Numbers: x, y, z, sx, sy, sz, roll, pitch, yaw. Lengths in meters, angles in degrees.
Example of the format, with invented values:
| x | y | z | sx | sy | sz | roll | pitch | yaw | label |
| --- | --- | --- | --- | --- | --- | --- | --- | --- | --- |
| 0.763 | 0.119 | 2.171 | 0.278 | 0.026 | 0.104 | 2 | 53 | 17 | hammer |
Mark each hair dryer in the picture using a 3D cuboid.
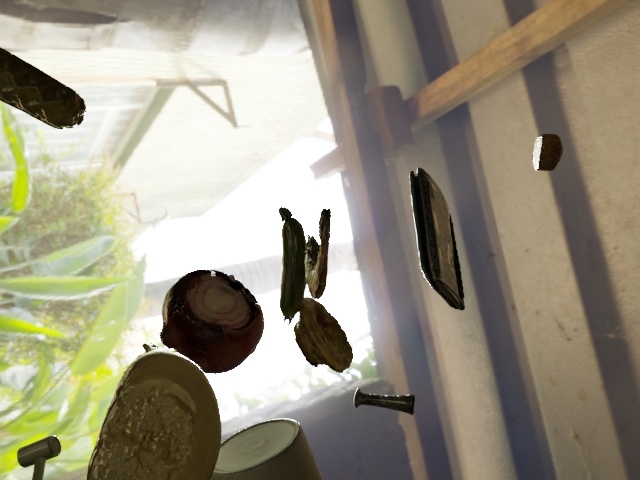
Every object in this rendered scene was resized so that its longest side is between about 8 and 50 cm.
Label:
| x | y | z | sx | sy | sz | roll | pitch | yaw | label |
| --- | --- | --- | --- | --- | --- | --- | --- | --- | --- |
| -0.468 | 0.384 | 1.013 | 0.124 | 0.063 | 0.038 | -110 | 178 | -51 | hair dryer |

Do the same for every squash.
| x | y | z | sx | sy | sz | roll | pitch | yaw | label |
| --- | --- | --- | --- | --- | --- | --- | --- | --- | --- |
| -0.072 | 0.069 | 1.611 | 0.071 | 0.080 | 0.318 | 5 | 84 | -82 | squash |

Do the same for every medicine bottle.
| x | y | z | sx | sy | sz | roll | pitch | yaw | label |
| --- | --- | --- | --- | --- | --- | --- | --- | --- | --- |
| -0.058 | 0.548 | 1.146 | 0.224 | 0.224 | 0.384 | -6 | -75 | 59 | medicine bottle |

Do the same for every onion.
| x | y | z | sx | sy | sz | roll | pitch | yaw | label |
| --- | --- | --- | --- | --- | --- | --- | --- | --- | --- |
| -0.346 | 0.262 | 1.968 | 0.341 | 0.341 | 0.341 | 25 | -60 | 54 | onion |

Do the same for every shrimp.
| x | y | z | sx | sy | sz | roll | pitch | yaw | label |
| --- | --- | --- | --- | --- | --- | --- | --- | --- | --- |
| 0.000 | 0.000 | 1.349 | 0.262 | 0.051 | 0.198 | -96 | -164 | -62 | shrimp |

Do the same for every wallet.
| x | y | z | sx | sy | sz | roll | pitch | yaw | label |
| --- | --- | --- | --- | --- | --- | --- | --- | --- | --- |
| 0.311 | 0.000 | 1.662 | 0.075 | 0.237 | 0.342 | -19 | -123 | 25 | wallet |

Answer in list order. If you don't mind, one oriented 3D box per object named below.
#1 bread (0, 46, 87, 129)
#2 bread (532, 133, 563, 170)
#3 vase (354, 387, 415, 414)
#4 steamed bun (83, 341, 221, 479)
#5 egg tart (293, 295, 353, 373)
| x | y | z | sx | sy | sz | roll | pitch | yaw | label |
| --- | --- | --- | --- | --- | --- | --- | --- | --- | --- |
| -0.572 | -0.296 | 1.160 | 0.087 | 0.269 | 0.098 | -66 | -161 | -13 | bread |
| 0.488 | -0.187 | 1.317 | 0.085 | 0.053 | 0.085 | 6 | 90 | -84 | bread |
| 0.181 | 0.456 | 1.750 | 0.167 | 0.059 | 0.059 | 2 | -75 | 17 | vase |
| -0.234 | 0.291 | 0.904 | 0.232 | 0.166 | 0.272 | 129 | -22 | -68 | steamed bun |
| -0.003 | 0.266 | 1.694 | 0.106 | 0.241 | 0.241 | -35 | -117 | 14 | egg tart |
